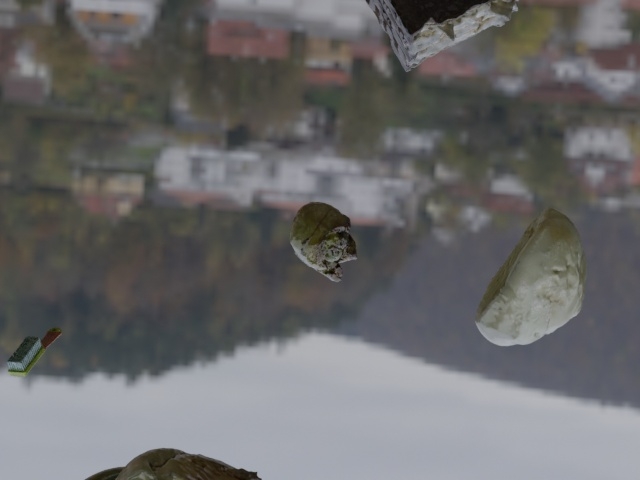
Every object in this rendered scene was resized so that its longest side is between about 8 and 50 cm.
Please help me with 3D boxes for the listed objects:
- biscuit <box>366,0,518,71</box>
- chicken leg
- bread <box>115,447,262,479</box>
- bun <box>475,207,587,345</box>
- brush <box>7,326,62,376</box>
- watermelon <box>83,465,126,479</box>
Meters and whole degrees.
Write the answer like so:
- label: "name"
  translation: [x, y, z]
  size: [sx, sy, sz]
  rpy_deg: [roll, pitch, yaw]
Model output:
- label: "biscuit"
  translation: [0.069, -0.268, 1.581]
  size: [0.106, 0.252, 0.070]
  rpy_deg: [-26, 165, -9]
- label: "chicken leg"
  translation: [0.000, 0.000, 2.063]
  size: [0.070, 0.093, 0.178]
  rpy_deg: [-23, -175, -4]
- label: "bread"
  translation: [-0.123, 0.327, 2.013]
  size: [0.314, 0.171, 0.192]
  rpy_deg: [30, -170, -30]
- label: "bun"
  translation: [0.263, 0.053, 2.200]
  size: [0.102, 0.183, 0.183]
  rpy_deg: [31, -179, 0]
- label: "brush"
  translation: [-0.259, 0.095, 1.694]
  size: [0.019, 0.021, 0.083]
  rpy_deg: [2, -153, 22]
- label: "watermelon"
  translation: [-0.219, 0.371, 2.187]
  size: [0.188, 0.214, 0.188]
  rpy_deg: [-22, 153, -12]
